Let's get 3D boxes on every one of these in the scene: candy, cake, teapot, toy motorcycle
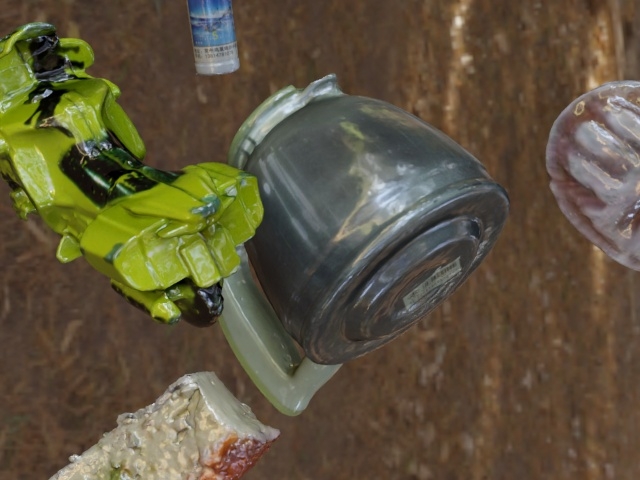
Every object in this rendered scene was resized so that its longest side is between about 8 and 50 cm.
[{"bbox_3d":[0.417,-0.073,1.363,0.214,0.289,0.157,-54,173,19],"label":"candy"},{"bbox_3d":[-0.130,0.176,0.778,0.086,0.220,0.117,50,11,12],"label":"cake"},{"bbox_3d":[0.019,-0.012,1.094,0.239,0.239,0.321,-28,153,-24],"label":"teapot"},{"bbox_3d":[-0.191,-0.065,0.929,0.142,0.342,0.206,-39,140,-23],"label":"toy motorcycle"}]

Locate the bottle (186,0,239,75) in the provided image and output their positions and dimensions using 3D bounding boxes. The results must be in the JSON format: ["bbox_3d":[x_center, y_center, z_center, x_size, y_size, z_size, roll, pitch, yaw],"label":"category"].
[{"bbox_3d":[-0.143,-0.317,1.382,0.060,0.060,0.217,-40,127,-59],"label":"bottle"}]
